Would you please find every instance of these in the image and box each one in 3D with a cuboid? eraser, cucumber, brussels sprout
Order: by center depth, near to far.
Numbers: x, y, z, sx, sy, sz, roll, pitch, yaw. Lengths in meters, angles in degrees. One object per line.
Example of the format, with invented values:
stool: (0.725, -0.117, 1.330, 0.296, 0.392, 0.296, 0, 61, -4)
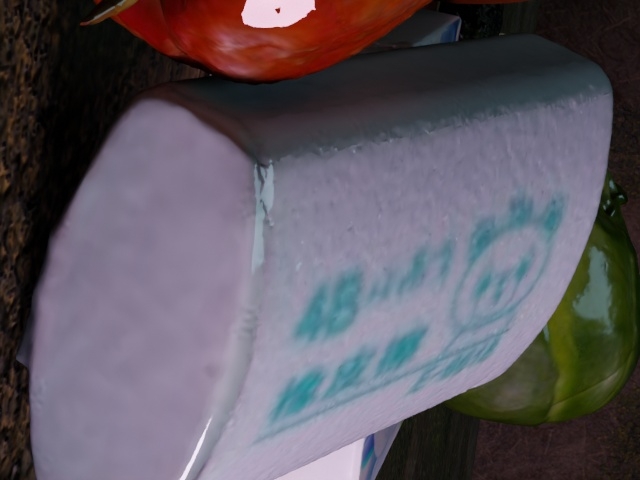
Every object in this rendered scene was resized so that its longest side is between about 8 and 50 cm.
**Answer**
eraser: (0.011, 0.009, 0.725, 0.290, 0.104, 0.189, -16, 127, -51)
cucumber: (0.157, -0.252, 1.635, 0.300, 0.072, 0.072, -77, 171, -55)
brussels sprout: (0.237, 0.057, 1.896, 0.371, 0.275, 0.315, -75, 157, -63)

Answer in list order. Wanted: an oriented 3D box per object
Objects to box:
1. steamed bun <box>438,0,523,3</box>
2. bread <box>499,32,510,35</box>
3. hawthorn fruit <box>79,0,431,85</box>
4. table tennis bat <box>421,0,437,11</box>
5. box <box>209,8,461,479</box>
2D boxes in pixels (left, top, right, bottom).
steamed bun: (0.166, -0.296, 1.080, 0.379, 0.248, 0.235, -56, 131, -68)
bread: (0.161, -0.152, 1.706, 0.129, 0.111, 0.114, 53, 43, -73)
hawthorn fruit: (-0.025, -0.134, 0.582, 0.200, 0.179, 0.179, -60, 160, -29)
table tennis bat: (0.090, -0.167, 1.570, 0.138, 0.022, 0.247, 61, 38, -74)
box: (0.002, 0.001, 0.966, 0.203, 0.116, 0.274, -42, 140, -72)
